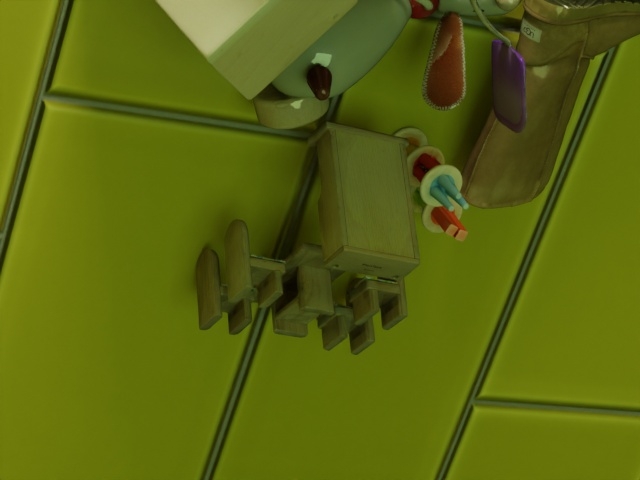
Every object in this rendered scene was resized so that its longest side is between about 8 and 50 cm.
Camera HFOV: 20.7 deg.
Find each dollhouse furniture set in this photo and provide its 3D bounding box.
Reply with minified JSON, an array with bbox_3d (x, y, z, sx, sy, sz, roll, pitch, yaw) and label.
[{"bbox_3d":[0.000,0.000,1.976,0.212,0.161,0.242,11,148,-29],"label":"dollhouse furniture set"}]

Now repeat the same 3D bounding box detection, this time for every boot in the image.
[{"bbox_3d":[0.285,-0.177,2.030,0.236,0.089,0.269,-8,130,-32],"label":"boot"}]

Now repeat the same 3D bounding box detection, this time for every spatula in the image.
[{"bbox_3d":[0.167,-0.245,1.807,0.030,0.084,0.296,-27,120,-9],"label":"spatula"}]

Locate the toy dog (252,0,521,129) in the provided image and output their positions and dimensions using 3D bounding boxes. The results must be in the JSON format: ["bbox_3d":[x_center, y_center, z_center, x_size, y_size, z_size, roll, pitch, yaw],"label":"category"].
[{"bbox_3d":[0.072,-0.223,1.854,0.334,0.161,0.220,-36,127,0],"label":"toy dog"}]

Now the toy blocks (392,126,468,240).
[{"bbox_3d":[0.136,-0.048,1.995,0.054,0.148,0.123,-28,126,-6],"label":"toy blocks"}]

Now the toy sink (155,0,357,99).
[{"bbox_3d":[-0.101,-0.283,1.744,0.153,0.234,0.131,-43,156,3],"label":"toy sink"}]
